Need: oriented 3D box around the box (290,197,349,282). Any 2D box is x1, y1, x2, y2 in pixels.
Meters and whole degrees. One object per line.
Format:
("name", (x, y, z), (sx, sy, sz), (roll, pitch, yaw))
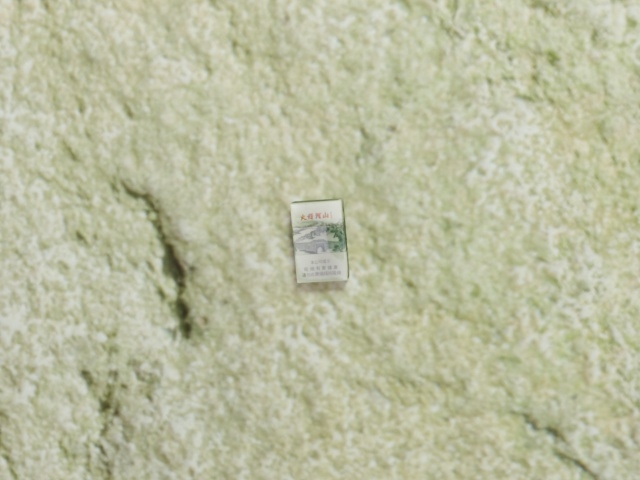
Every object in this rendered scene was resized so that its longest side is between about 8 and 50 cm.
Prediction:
("box", (0.000, 0.000, 1.451), (0.054, 0.024, 0.083), (-3, 99, 11))
